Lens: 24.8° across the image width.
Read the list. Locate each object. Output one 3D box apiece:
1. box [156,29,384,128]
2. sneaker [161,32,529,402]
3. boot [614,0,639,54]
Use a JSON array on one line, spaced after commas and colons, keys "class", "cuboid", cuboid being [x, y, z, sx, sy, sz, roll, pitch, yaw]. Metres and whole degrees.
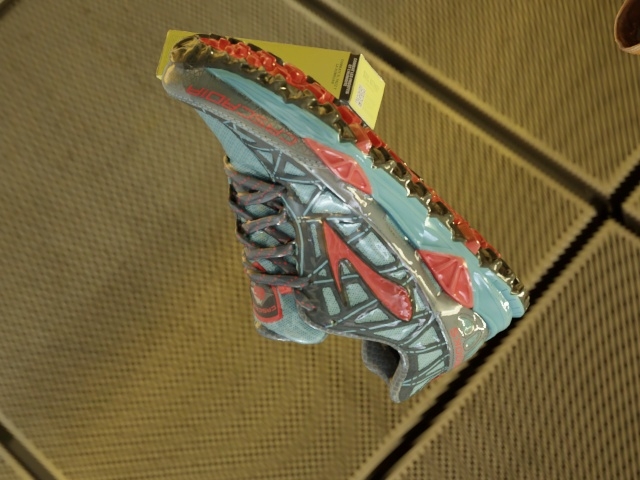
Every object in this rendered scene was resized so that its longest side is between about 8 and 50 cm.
[{"class": "box", "cuboid": [-0.054, -0.174, 1.563, 0.232, 0.087, 0.058, 11, -101, 22]}, {"class": "sneaker", "cuboid": [0.000, 0.000, 0.785, 0.125, 0.262, 0.104, -47, -153, 4]}, {"class": "boot", "cuboid": [0.264, -0.154, 0.780, 0.197, 0.152, 0.073, -58, -142, 35]}]
